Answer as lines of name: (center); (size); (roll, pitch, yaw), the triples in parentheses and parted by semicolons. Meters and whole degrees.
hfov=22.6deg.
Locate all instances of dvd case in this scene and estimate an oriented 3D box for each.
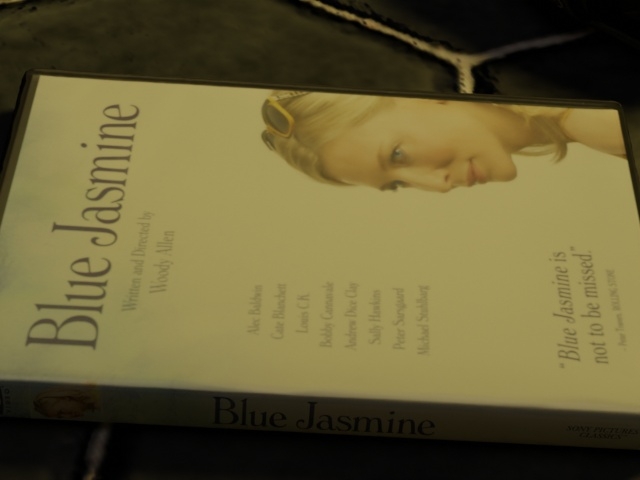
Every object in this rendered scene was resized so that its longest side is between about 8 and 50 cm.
dvd case: (0.000, 0.000, 0.605); (0.253, 0.022, 0.180); (3, 42, -1)

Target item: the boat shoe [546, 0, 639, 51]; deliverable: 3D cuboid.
boat shoe: (0.126, -0.120, 0.730); (0.142, 0.049, 0.040); (29, 48, 22)
